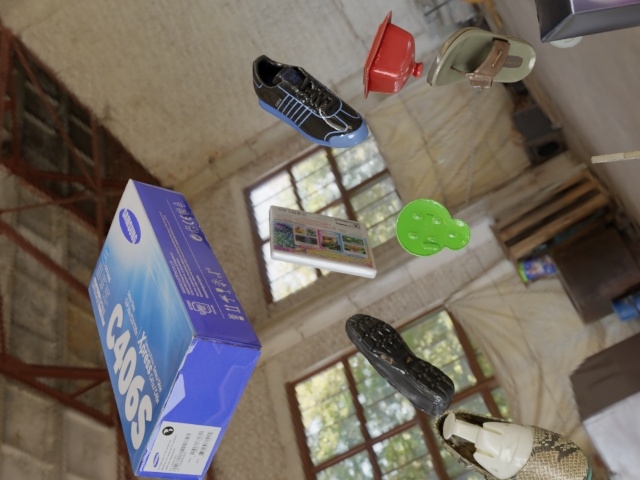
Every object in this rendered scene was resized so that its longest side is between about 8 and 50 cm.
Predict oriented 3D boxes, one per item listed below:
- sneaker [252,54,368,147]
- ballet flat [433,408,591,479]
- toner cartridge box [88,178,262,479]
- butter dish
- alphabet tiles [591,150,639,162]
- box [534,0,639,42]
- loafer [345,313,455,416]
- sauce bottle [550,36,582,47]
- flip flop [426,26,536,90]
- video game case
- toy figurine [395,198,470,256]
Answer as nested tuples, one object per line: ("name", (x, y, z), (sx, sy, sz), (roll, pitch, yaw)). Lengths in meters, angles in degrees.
("sneaker", (-0.024, -0.230, 1.369), (0.232, 0.081, 0.090), (28, 153, 28))
("ballet flat", (0.371, 0.446, 1.795), (0.182, 0.164, 0.483), (32, 168, -13))
("toner cartridge box", (-0.175, 0.081, 0.914), (0.075, 0.165, 0.348), (15, -160, -30))
("butter dish", (0.162, -0.379, 1.777), (0.118, 0.160, 0.160), (20, 170, 5))
("alphabet tiles", (0.550, -0.127, 1.108), (0.342, 0.285, 0.011), (-1, 95, 62))
("box", (0.510, -0.518, 1.399), (0.183, 0.296, 0.294), (167, 93, -88))
("loafer", (0.123, 0.207, 1.377), (0.223, 0.076, 0.078), (39, 138, 27))
("sauce bottle", (0.489, -0.525, 1.666), (0.111, 0.111, 0.345), (49, -139, -44))
("flip flop", (0.304, -0.315, 1.503), (0.277, 0.112, 0.080), (-6, -136, -39))
("video game case", (0.000, 0.000, 1.253), (0.157, 0.019, 0.143), (11, -151, -11))
("toy figurine", (0.244, -0.027, 1.925), (0.159, 0.173, 0.130), (-156, 77, -84))
